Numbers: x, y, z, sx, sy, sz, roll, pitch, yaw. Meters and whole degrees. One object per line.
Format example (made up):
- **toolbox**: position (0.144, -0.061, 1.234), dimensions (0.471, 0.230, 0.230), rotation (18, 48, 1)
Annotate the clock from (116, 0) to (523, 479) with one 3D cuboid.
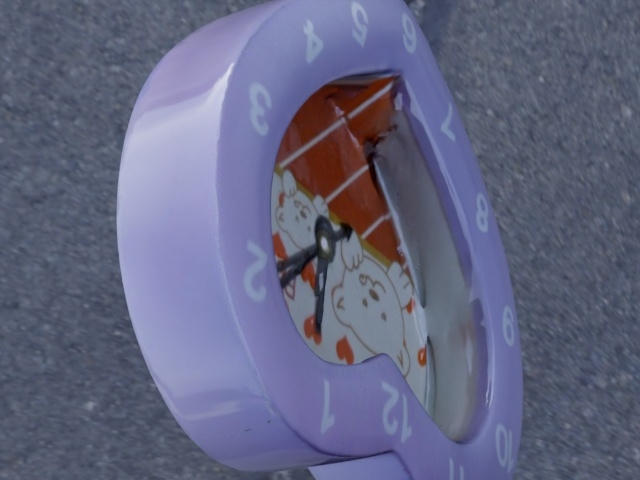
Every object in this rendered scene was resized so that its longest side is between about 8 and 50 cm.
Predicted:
- **clock**: position (0.000, 0.000, 0.434), dimensions (0.064, 0.198, 0.172), rotation (-12, 61, 27)
